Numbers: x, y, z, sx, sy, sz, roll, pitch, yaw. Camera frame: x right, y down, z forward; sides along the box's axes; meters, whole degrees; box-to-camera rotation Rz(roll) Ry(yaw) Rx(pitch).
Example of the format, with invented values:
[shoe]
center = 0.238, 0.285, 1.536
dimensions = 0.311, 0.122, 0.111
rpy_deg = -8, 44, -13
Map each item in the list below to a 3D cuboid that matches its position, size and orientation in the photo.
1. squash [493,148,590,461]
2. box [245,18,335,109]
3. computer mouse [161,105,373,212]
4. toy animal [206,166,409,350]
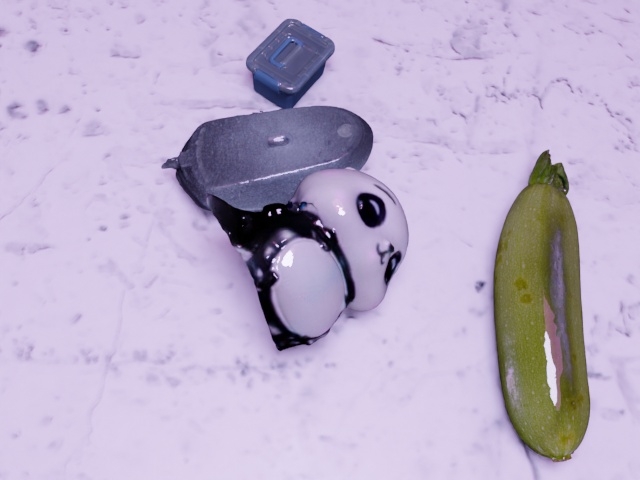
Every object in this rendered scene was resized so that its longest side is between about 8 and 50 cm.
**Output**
[squash]
center = 0.222, 0.048, 0.684
dimensions = 0.094, 0.094, 0.341
rpy_deg = 8, 65, -2
[box]
center = -0.037, -0.207, 0.799
dimensions = 0.074, 0.054, 0.099
rpy_deg = 34, 65, 9
[computer mouse]
center = -0.054, -0.084, 0.730
dimensions = 0.228, 0.068, 0.113
rpy_deg = -9, 57, -1
[toy animal]
center = 0.000, 0.000, 0.643
dimensions = 0.179, 0.166, 0.138
rpy_deg = -25, 33, -17
